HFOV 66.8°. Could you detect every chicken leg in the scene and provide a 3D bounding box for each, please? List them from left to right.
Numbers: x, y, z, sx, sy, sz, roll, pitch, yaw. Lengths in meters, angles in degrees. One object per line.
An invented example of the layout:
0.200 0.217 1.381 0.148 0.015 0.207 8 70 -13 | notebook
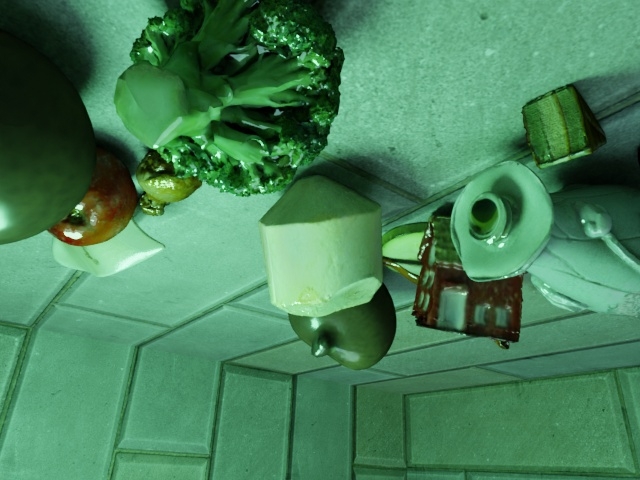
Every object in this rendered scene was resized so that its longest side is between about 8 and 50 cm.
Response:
-0.289 -0.097 0.894 0.107 0.087 0.251 26 154 -20 | chicken leg

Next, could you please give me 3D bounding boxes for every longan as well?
-0.445 -0.133 0.615 0.298 0.297 0.297 2 154 1 | longan
0.059 0.186 1.230 0.300 0.300 0.243 15 129 -23 | longan

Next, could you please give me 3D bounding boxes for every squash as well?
0.245 0.019 1.134 0.219 0.041 0.219 3 149 2 | squash

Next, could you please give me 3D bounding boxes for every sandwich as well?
0.371 -0.130 0.715 0.079 0.113 0.163 -19 147 37 | sandwich

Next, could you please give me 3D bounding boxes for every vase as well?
0.436 0.002 0.813 0.446 0.249 0.250 10 154 -26 | vase

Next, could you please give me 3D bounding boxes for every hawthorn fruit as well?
-0.411 -0.074 0.845 0.173 0.172 0.173 2 154 1 | hawthorn fruit

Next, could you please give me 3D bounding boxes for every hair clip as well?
-0.470 -0.010 1.017 0.282 0.113 0.172 -12 113 46 | hair clip

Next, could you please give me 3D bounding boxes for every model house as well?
0.299 0.059 0.985 0.196 0.253 0.160 9 177 0 | model house

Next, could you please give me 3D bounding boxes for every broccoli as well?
-0.112 -0.170 0.546 0.270 0.269 0.270 -10 -165 24 | broccoli

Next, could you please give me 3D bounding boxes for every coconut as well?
0.000 0.000 0.904 0.239 0.244 0.239 -4 -168 1 | coconut

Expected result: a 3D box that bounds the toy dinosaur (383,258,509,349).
0.350 0.120 1.134 0.432 0.097 0.208 39 144 -16 | toy dinosaur

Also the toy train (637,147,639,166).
0.560 -0.153 0.687 0.131 0.082 0.204 0 154 11 | toy train
